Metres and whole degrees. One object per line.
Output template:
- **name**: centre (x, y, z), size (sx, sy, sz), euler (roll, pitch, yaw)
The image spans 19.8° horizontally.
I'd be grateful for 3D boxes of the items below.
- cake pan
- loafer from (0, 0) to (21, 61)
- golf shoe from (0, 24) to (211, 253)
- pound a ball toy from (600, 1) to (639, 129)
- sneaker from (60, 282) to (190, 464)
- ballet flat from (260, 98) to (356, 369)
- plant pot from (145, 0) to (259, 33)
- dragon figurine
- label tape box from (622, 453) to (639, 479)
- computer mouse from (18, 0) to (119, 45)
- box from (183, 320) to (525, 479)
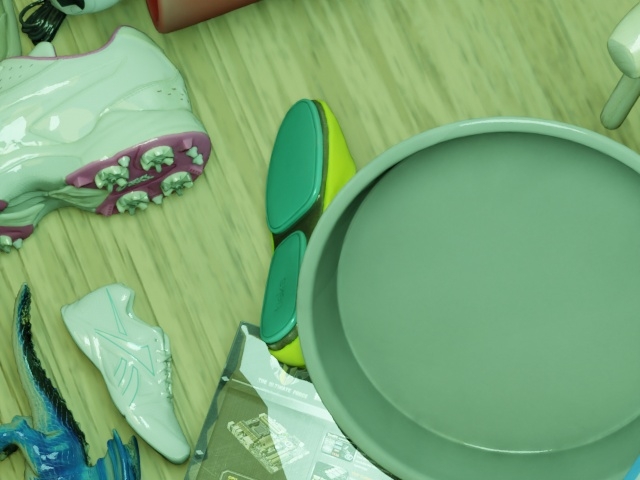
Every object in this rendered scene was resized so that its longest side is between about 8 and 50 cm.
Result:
- **cake pan**: centre (0.131, 0.046, 1.255), size (0.293, 0.054, 0.293), euler (3, 113, 7)
- **loafer**: centre (-0.301, -0.246, 1.440), size (0.102, 0.092, 0.268), euler (-21, 79, 1)
- **golf shoe**: centre (-0.242, -0.070, 1.408), size (0.306, 0.115, 0.140), euler (-16, 69, -5)
- **pound a ball toy**: centre (0.295, -0.061, 1.245), size (0.136, 0.319, 0.208), euler (-37, 79, -2)
- **sneaker**: centre (-0.136, 0.099, 1.389), size (0.061, 0.053, 0.152), euler (-32, 79, -4)
- **ballet flat**: centre (0.000, 0.000, 1.376), size (0.077, 0.077, 0.231), euler (27, 48, -29)
- **plant pot**: centre (-0.029, -0.307, 1.357), size (0.243, 0.275, 0.275), euler (-12, 80, -8)
- **dragon figurine**: centre (-0.176, 0.182, 1.361), size (0.144, 0.085, 0.289), euler (3, 81, 5)
- **label tape box**: centre (0.274, 0.300, 1.190), size (0.115, 0.347, 0.249), euler (5, 38, 37)
- **computer mouse**: centre (-0.172, -0.192, 1.381), size (0.106, 0.193, 0.042), euler (-44, 103, -9)
- **box**: centre (0.019, 0.181, 1.360), size (0.231, 0.056, 0.183), euler (18, 81, 7)
